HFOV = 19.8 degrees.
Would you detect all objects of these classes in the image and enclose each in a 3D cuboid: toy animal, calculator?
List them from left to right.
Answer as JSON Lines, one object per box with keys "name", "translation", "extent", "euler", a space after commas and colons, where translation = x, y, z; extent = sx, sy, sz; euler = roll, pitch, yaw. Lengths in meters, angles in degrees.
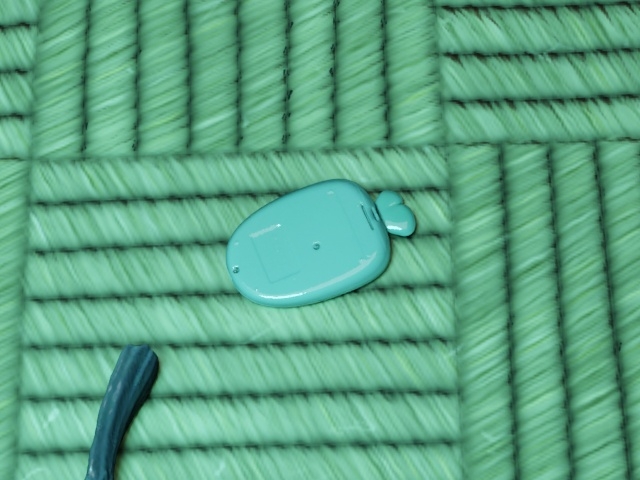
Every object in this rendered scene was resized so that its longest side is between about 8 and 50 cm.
{"name": "toy animal", "translation": [-0.195, 0.258, 1.305], "extent": [0.206, 0.081, 0.367], "euler": [-11, 58, 2]}
{"name": "calculator", "translation": [0.000, 0.000, 1.441], "extent": [0.153, 0.021, 0.095], "euler": [-22, 67, -4]}
